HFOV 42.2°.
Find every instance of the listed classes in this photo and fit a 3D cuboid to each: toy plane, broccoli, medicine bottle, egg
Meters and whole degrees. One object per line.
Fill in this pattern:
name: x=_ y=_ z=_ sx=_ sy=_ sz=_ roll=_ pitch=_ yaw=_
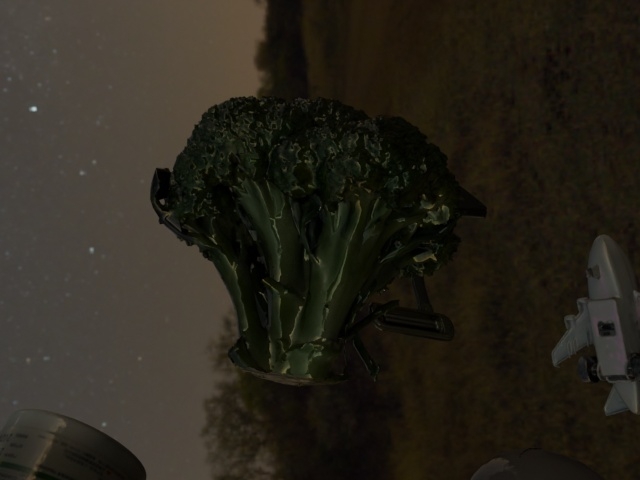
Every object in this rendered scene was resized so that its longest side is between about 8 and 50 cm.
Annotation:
toy plane: x=0.398 y=0.119 z=1.097 sx=0.251 sy=0.101 sz=0.255 roll=-11 pitch=97 yaw=48
broccoli: x=0.000 y=0.000 z=0.813 sx=0.321 sy=0.304 sz=0.283 roll=32 pitch=-121 yaw=-50
medicine bottle: x=-0.409 y=0.403 z=1.223 sx=0.238 sy=0.238 sz=0.231 roll=86 pitch=-160 yaw=-51
egg: x=0.242 y=0.299 z=0.872 sx=0.146 sy=0.199 sz=0.146 roll=-51 pitch=21 yaw=28

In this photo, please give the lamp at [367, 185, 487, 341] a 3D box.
lamp: x=0.175 y=0.030 z=1.496 sx=0.124 sy=0.203 sz=0.283 roll=24 pitch=104 yaw=46
